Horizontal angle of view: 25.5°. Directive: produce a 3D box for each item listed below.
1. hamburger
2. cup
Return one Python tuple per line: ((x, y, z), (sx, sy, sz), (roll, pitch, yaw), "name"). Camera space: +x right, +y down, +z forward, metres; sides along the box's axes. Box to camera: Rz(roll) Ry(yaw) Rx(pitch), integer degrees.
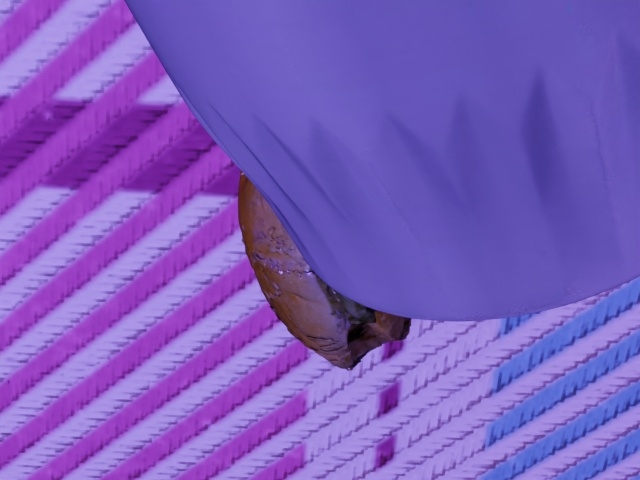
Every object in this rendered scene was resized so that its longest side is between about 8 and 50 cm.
((-0.002, 0.000, 0.686), (0.087, 0.102, 0.176), (3, 126, 16), "hamburger")
((0.020, -0.171, 0.475), (0.253, 0.253, 0.371), (-14, 125, 12), "cup")
